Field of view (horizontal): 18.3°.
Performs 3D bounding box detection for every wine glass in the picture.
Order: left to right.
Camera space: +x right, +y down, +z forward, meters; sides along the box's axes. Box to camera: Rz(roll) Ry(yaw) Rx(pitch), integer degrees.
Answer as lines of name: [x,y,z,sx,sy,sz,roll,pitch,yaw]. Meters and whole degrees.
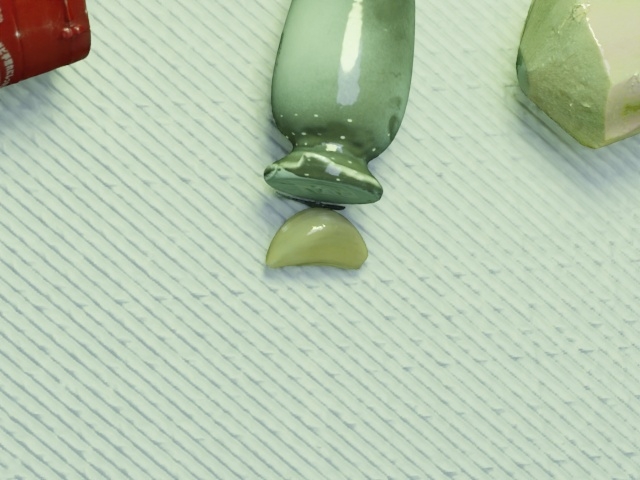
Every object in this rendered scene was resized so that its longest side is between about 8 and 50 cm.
wine glass: [0.018,-0.132,1.578,0.111,0.111,0.204,13,81,-12]

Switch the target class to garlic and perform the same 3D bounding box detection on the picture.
garlic: [0.000,0.000,1.592,0.083,0.041,0.053,6,103,-19]

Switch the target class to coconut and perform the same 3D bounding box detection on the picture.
coconut: [0.232,-0.154,1.621,0.153,0.147,0.147,-17,87,-18]

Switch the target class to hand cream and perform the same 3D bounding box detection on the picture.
hand cream: [-0.260,-0.205,1.481,0.125,0.193,0.193,-20,87,-17]
